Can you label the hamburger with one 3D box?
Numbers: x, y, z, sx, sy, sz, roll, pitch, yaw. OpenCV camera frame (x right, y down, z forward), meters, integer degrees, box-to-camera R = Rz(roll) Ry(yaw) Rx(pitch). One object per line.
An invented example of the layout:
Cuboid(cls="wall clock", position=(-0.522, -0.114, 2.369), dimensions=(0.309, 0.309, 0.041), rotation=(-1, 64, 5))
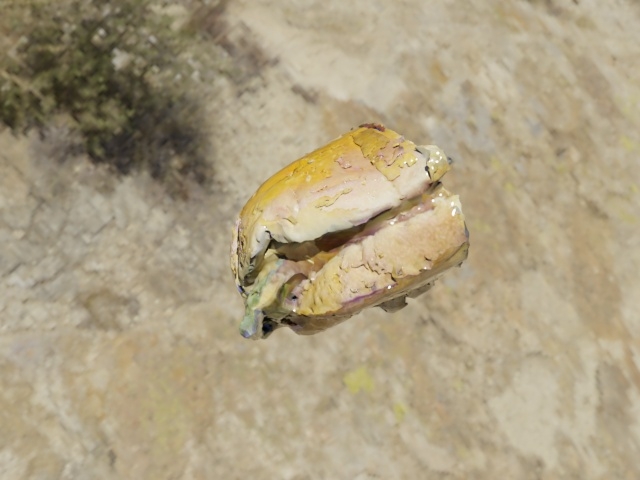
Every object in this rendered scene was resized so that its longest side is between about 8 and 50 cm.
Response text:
Cuboid(cls="hamburger", position=(-0.005, 0.001, 0.584), dimensions=(0.102, 0.176, 0.087), rotation=(-19, 84, -16))
